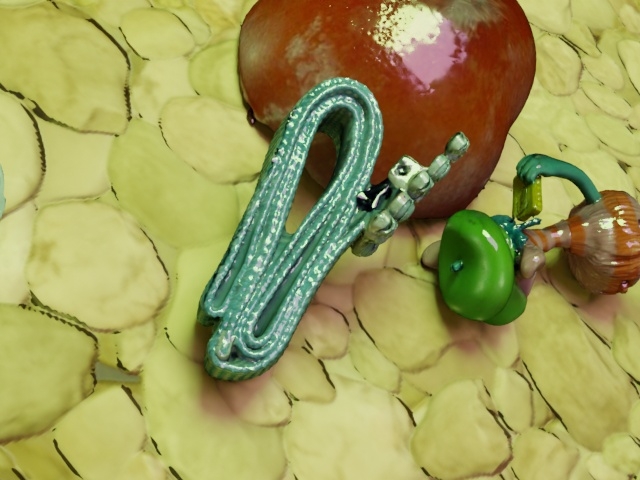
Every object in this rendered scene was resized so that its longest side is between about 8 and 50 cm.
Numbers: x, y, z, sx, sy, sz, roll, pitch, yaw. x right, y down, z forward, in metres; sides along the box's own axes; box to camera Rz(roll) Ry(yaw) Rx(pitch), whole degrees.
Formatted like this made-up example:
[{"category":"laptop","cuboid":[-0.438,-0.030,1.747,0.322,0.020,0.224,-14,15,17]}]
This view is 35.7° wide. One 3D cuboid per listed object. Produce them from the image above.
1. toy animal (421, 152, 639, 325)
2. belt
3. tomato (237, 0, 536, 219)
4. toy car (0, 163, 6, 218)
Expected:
[{"category":"toy animal","cuboid":[0.170,-0.007,0.645,0.208,0.100,0.103,-5,102,-18]},{"category":"belt","cuboid":[-0.001,0.001,0.544,0.100,0.065,0.179,28,73,-4]},{"category":"tomato","cuboid":[0.055,-0.132,0.656,0.199,0.112,0.228,24,49,-11]},{"category":"toy car","cuboid":[-0.246,-0.014,0.446,0.205,0.056,0.095,-9,66,-37]}]
